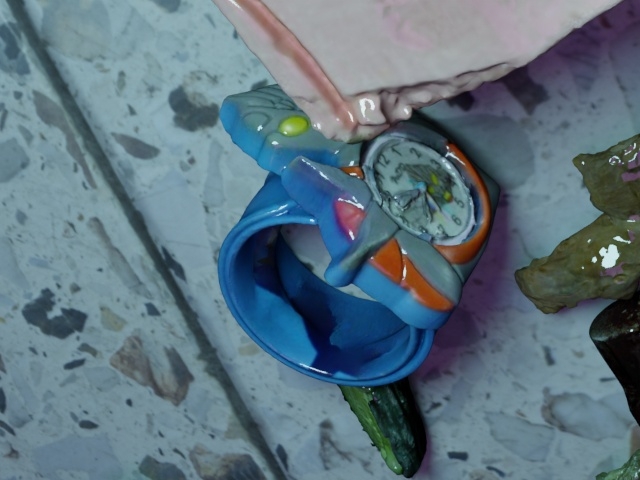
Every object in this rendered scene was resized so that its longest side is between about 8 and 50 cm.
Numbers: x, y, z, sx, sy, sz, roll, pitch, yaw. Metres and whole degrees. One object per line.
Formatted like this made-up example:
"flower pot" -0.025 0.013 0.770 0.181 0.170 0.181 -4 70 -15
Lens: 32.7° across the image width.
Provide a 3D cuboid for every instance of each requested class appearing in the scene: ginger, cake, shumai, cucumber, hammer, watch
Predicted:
"ginger" 0.287 -0.027 1.060 0.122 0.084 0.290 27 123 -4
"cake" 0.090 -0.274 0.871 0.314 0.307 0.293 -30 105 30
"shumai" 0.347 0.263 1.213 0.080 0.083 0.082 5 91 50
"cucumber" 0.068 0.173 1.245 0.115 0.085 0.193 25 139 60
"hammer" 0.326 0.226 0.994 0.095 0.409 0.242 -27 101 28
"watch" 0.000 0.000 1.107 0.305 0.241 0.274 33 136 0
